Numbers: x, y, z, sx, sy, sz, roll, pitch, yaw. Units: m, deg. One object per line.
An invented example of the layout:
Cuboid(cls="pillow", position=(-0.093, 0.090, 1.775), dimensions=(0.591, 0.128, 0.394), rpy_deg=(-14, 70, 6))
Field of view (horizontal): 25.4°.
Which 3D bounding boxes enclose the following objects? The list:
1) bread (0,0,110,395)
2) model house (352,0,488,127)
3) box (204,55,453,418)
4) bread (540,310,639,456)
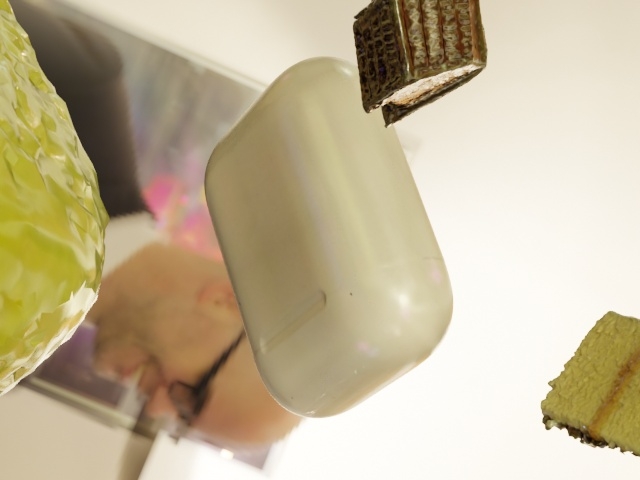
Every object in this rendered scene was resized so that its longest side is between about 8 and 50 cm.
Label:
Cuboid(cls="bread", position=(-0.277, -0.023, 0.624), dimensions=(0.307, 0.348, 0.348), rpy_deg=(-32, -172, 1))
Cuboid(cls="model house", position=(0.069, -0.182, 1.137), dimensions=(0.152, 0.106, 0.165), rpy_deg=(-12, 91, -72))
Cuboid(cls="box", position=(0.001, 0.000, 1.524), dimensions=(0.288, 0.141, 0.349), rpy_deg=(-40, -118, 49))
Cuboid(cls="bread", position=(0.365, 0.157, 1.519), dimensions=(0.266, 0.178, 0.142), rpy_deg=(-158, -108, -69))
